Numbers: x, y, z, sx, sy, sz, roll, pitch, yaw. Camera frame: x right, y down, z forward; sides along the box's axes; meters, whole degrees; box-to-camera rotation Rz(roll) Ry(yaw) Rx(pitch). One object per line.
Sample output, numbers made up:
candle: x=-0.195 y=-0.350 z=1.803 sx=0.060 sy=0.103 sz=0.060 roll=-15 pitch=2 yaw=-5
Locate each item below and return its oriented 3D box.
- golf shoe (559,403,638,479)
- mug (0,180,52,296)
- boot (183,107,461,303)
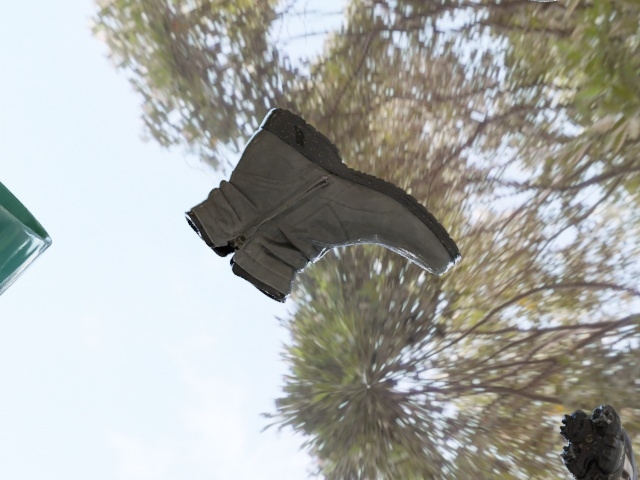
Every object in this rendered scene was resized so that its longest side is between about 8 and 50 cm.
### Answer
golf shoe: x=0.257 y=0.252 z=1.293 sx=0.077 sy=0.094 sz=0.198 roll=-6 pitch=-125 yaw=36
mug: x=-0.278 y=-0.016 z=1.000 sx=0.097 sy=0.129 sz=0.158 roll=-46 pitch=-57 yaw=-1
boot: x=0.000 y=0.000 z=1.384 sx=0.246 sy=0.083 sz=0.161 roll=35 pitch=-103 yaw=-1
